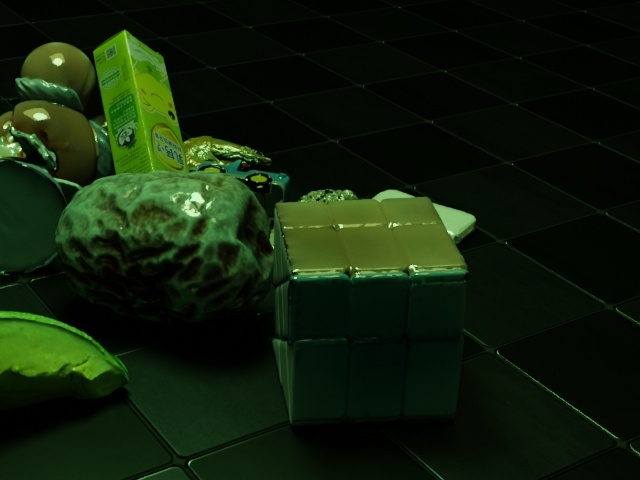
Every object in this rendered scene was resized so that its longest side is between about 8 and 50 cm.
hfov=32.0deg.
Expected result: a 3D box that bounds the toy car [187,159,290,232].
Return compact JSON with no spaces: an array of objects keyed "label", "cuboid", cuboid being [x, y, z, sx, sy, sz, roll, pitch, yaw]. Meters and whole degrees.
[{"label":"toy car","cuboid":[-0.135,-0.080,1.905,0.191,0.097,0.100,10,28,11]}]

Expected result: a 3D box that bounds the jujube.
[{"label":"jujube","cuboid":[-0.220,0.008,1.589,0.317,0.226,0.226,0,24,23]}]

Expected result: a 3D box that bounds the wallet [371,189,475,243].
[{"label":"wallet","cuboid":[0.173,-0.043,1.947,0.190,0.033,0.095,20,30,28]}]

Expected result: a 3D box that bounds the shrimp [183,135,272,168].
[{"label":"shrimp","cuboid":[-0.186,-0.154,2.113,0.190,0.042,0.101,5,48,0]}]

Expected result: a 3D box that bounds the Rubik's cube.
[{"label":"Rubik's cube","cuboid":[0.054,0.090,1.465,0.224,0.231,0.221,-2,27,-8]}]

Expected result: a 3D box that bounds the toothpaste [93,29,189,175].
[{"label":"toothpaste","cuboid":[-0.298,-0.196,1.880,0.077,0.110,0.327,-27,59,19]}]

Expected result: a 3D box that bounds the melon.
[{"label":"melon","cuboid":[-0.404,0.160,1.390,0.323,0.196,0.124,-6,63,-35]}]

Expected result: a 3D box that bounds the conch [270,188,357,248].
[{"label":"conch","cuboid":[0.000,0.000,1.769,0.245,0.163,0.178,1,-11,32]}]

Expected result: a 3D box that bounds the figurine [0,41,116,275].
[{"label":"figurine","cuboid":[-0.453,-0.138,1.831,0.248,0.277,0.388,-28,22,10]}]
